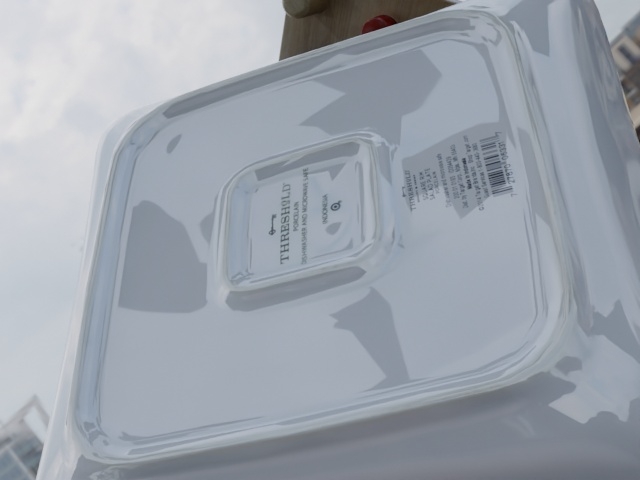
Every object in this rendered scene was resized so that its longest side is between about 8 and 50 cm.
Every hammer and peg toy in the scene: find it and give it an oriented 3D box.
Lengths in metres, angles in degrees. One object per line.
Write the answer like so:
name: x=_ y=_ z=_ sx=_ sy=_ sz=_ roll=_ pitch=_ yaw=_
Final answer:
hammer and peg toy: x=0.067 y=-0.222 z=1.038 sx=0.127 sy=0.266 sz=0.361 roll=-38 pitch=-37 yaw=-54

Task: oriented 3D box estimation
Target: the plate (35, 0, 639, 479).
plate: x=0.000 y=0.000 z=0.390 sx=0.278 sy=0.277 sz=0.045 roll=-15 pitch=-42 yaw=16
